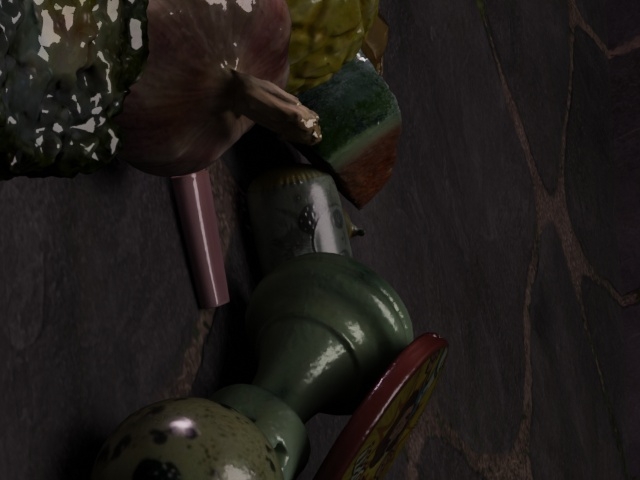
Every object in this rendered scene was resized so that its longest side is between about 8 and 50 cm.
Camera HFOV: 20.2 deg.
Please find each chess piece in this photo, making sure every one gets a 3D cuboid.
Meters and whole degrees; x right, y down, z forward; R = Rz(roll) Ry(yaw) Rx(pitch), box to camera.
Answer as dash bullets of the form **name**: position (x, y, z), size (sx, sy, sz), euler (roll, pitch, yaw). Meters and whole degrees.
- **chess piece**: position (-0.035, 0.159, 1.908), size (0.299, 0.194, 0.195), euler (-51, 126, -53)

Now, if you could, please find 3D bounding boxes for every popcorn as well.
- **popcorn**: position (-0.062, -0.295, 1.965), size (0.247, 0.282, 0.282), euler (57, 30, -39)

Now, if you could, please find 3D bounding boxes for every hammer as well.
- **hammer**: position (0.000, 0.000, 2.190), size (0.305, 0.113, 0.202), euler (-25, 106, -77)

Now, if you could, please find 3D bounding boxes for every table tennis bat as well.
- **table tennis bat**: position (0.016, 0.262, 1.879), size (0.415, 0.051, 0.268), euler (-51, 165, -29)

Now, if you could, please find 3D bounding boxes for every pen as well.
- **pen**: position (-0.133, -0.025, 1.936), size (0.053, 0.032, 0.197), euler (-17, 98, -68)

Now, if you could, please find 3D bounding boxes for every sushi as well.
- **sushi**: position (-0.264, -0.215, 1.422), size (0.294, 0.178, 0.352), euler (29, 64, -58)

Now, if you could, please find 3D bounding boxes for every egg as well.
- **egg**: position (-0.118, 0.234, 1.642), size (0.228, 0.177, 0.177), euler (53, 29, -75)

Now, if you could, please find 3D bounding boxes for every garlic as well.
- **garlic**: position (-0.101, -0.154, 1.739), size (0.245, 0.253, 0.245), euler (-35, 144, -30)

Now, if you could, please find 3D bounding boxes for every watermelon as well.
- **watermelon**: position (0.019, -0.132, 2.181), size (0.193, 0.139, 0.257), euler (52, -5, 28)

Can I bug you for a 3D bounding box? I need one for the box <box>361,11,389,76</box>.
- **box**: position (0.037, -0.286, 2.405), size (0.177, 0.111, 0.111), euler (44, 39, -55)
